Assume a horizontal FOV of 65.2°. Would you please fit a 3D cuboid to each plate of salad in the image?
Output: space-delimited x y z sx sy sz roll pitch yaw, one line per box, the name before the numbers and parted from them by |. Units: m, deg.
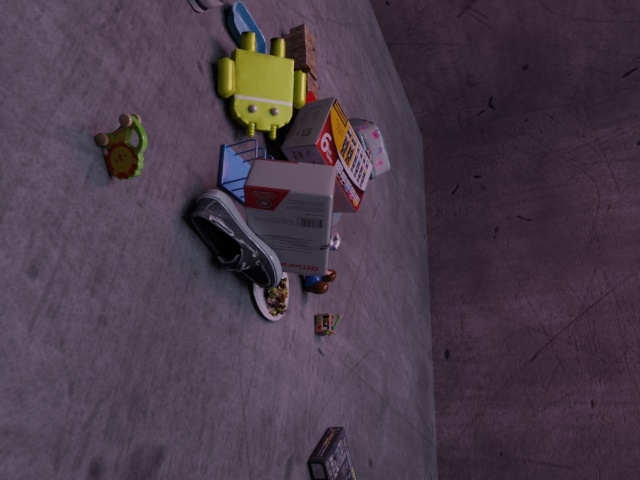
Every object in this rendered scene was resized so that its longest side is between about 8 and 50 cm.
plate of salad | -0.123 0.116 1.352 0.200 0.048 0.199 -10 90 -68

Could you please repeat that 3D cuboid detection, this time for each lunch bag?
lunch bag | 0.162 -0.362 1.992 0.279 0.108 0.224 45 -25 61

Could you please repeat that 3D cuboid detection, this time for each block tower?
block tower | -0.065 -0.558 1.712 0.097 0.091 0.335 27 57 -62

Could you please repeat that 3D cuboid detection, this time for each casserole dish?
casserole dish | -0.214 -0.596 1.445 0.188 0.037 0.114 50 37 -51

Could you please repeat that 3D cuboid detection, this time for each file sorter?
file sorter | -0.168 -0.165 1.289 0.170 0.105 0.118 41 45 -57

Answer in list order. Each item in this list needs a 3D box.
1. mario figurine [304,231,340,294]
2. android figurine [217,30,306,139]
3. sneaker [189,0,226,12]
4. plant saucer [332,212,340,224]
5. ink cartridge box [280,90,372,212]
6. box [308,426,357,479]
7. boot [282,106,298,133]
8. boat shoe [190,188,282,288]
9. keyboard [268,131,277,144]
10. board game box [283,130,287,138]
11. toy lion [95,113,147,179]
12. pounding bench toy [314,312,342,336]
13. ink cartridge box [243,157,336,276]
mario figurine | 0.000 0.000 1.522 0.198 0.170 0.320 -132 -152 -64
android figurine | -0.155 -0.407 1.334 0.248 0.056 0.272 2 91 -28
sneaker | -0.304 -0.671 1.190 0.235 0.095 0.090 57 33 -41
plant saucer | 0.001 -0.141 1.741 0.195 0.037 0.194 35 46 -46
ink cartridge box | 0.040 -0.286 1.586 0.309 0.130 0.271 53 47 -44
box | 0.045 0.708 1.492 0.183 0.059 0.232 -32 109 -66
boot | -0.119 -0.415 1.485 0.208 0.076 0.189 -67 132 -88
boat shoe | -0.192 0.025 1.153 0.301 0.108 0.102 60 31 -35
keyboard | -0.171 -0.374 1.480 0.100 0.038 0.192 -107 -179 -80
board game box | -0.051 -0.283 1.649 0.147 0.045 0.193 3 74 -58
toy lion | -0.344 -0.160 0.885 0.096 0.100 0.034 60 22 0
pounding bench toy | 0.028 0.270 1.600 0.052 0.083 0.065 41 44 -57
ink cartridge box | -0.070 -0.049 1.207 0.272 0.197 0.114 94 5 -45
